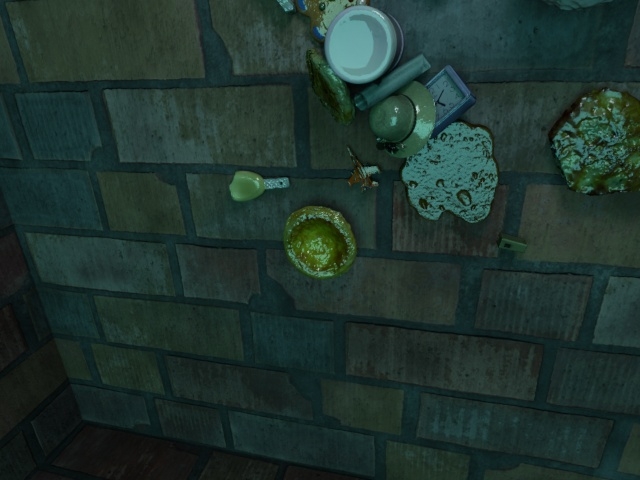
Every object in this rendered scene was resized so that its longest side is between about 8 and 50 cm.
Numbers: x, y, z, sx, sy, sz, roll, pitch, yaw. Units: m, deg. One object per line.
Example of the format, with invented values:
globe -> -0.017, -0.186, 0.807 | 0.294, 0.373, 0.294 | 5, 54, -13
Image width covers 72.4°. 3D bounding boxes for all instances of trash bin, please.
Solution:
trash bin -> 0.697, 0.009, 1.595 | 0.092, 0.061, 0.043 | 13, 117, 6

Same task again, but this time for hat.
hat -> 0.232, -0.401, 1.425 | 0.257, 0.130, 0.258 | 7, 99, 48

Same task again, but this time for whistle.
whistle -> 0.233, -0.503, 1.378 | 0.062, 0.312, 0.062 | 42, 156, 24

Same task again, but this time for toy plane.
toy plane -> 0.145, -0.269, 1.627 | 0.135, 0.062, 0.189 | -26, 91, 25

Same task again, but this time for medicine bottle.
medicine bottle -> 0.143, -0.591, 1.327 | 0.202, 0.316, 0.202 | 6, 114, 14

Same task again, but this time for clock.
clock -> 0.387, -0.449, 1.426 | 0.193, 0.073, 0.145 | -40, 65, 28

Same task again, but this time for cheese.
cheese -> -0.246, -0.226, 1.757 | 0.255, 0.050, 0.127 | -5, 111, 16

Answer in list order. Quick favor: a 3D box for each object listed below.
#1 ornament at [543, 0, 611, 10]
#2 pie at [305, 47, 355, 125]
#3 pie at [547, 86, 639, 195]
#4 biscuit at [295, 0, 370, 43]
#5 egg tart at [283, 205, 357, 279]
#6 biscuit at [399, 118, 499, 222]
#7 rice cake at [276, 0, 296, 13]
ornament -> 0.679, -0.766, 1.101 | 0.336, 0.337, 0.338 | 6, 116, 13
pie -> 0.030, -0.503, 1.442 | 0.055, 0.274, 0.274 | -35, 103, -3
pie -> 0.893, -0.299, 1.373 | 0.288, 0.103, 0.355 | -26, 101, 25
biscuit -> 0.068, -0.809, 1.401 | 0.323, 0.049, 0.206 | -29, 103, 23
egg tart -> 0.000, 0.000, 1.749 | 0.318, 0.128, 0.319 | 5, 114, 11
biscuit -> 0.464, -0.225, 1.543 | 0.358, 0.074, 0.381 | -29, 105, 25
rice cake -> -0.162, -0.837, 1.430 | 0.040, 0.085, 0.226 | -36, 100, 19
